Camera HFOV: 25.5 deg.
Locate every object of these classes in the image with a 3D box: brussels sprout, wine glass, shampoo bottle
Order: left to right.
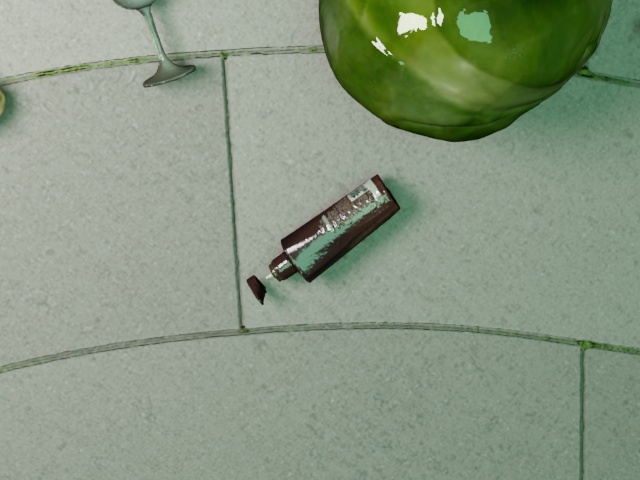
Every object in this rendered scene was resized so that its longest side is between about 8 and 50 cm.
[{"bbox_3d":[-0.228,-0.304,1.842,0.079,0.079,0.195,-19,107,-1],"label":"wine glass"},{"bbox_3d":[0.001,0.002,1.961,0.236,0.068,0.067,-35,109,5],"label":"shampoo bottle"},{"bbox_3d":[0.184,-0.279,1.799,0.371,0.315,0.276,3,129,-13],"label":"brussels sprout"}]

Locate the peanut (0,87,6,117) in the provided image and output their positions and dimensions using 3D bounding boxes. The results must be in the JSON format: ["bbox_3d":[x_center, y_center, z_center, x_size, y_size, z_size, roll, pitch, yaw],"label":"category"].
[{"bbox_3d":[-0.517,-0.189,1.834,0.214,0.090,0.098,5,66,-7],"label":"peanut"}]
